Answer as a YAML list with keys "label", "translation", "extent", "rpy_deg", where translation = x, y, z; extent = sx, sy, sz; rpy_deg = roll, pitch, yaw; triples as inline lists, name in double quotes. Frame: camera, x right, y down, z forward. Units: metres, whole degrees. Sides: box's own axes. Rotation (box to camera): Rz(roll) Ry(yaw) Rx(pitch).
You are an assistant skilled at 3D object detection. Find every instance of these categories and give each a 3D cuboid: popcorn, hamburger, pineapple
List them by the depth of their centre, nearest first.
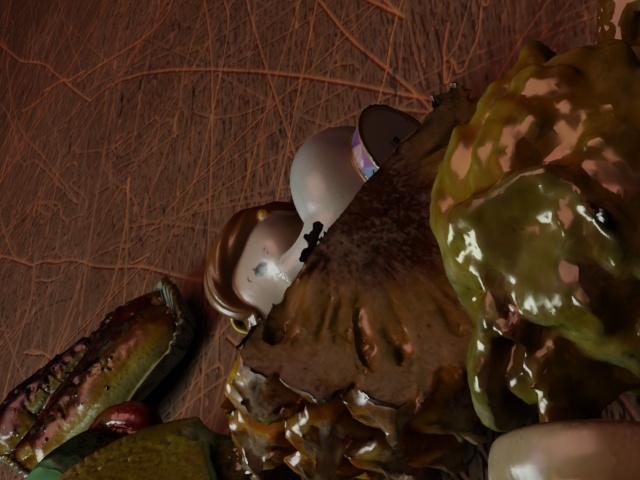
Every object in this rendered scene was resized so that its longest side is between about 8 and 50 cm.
- label: "popcorn"
  translation: [0.169, 0.000, 1.134]
  extent: [0.233, 0.192, 0.266]
  rpy_deg: [18, 85, 22]
- label: "pineapple"
  translation: [0.077, 0.096, 1.358]
  extent: [0.344, 0.209, 0.286]
  rpy_deg: [-52, -13, -34]
- label: "hamburger"
  translation: [-0.119, 0.246, 1.446]
  extent: [0.288, 0.167, 0.192]
  rpy_deg: [-27, 28, 8]

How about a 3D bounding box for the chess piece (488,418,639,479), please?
- label: "chess piece"
  translation: [0.166, 0.264, 1.017]
  extent: [0.167, 0.167, 0.299]
  rpy_deg: [-23, 54, 54]

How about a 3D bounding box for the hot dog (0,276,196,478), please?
- label: "hot dog"
  translation: [-0.239, 0.148, 1.895]
  extent: [0.270, 0.082, 0.162]
  rpy_deg: [-45, 25, 1]

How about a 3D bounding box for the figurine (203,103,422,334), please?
- label: "figurine"
  translation: [0.000, 0.000, 1.579]
  extent: [0.263, 0.142, 0.189]
  rpy_deg: [-46, -1, 36]

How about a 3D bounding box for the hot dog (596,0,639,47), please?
- label: "hot dog"
  translation: [0.272, -0.182, 1.246]
  extent: [0.175, 0.114, 0.259]
  rpy_deg: [-18, 51, 56]

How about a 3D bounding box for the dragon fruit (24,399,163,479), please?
- label: "dragon fruit"
  translation: [-0.194, 0.284, 1.645]
  extent: [0.295, 0.130, 0.268]
  rpy_deg: [25, 97, 50]
